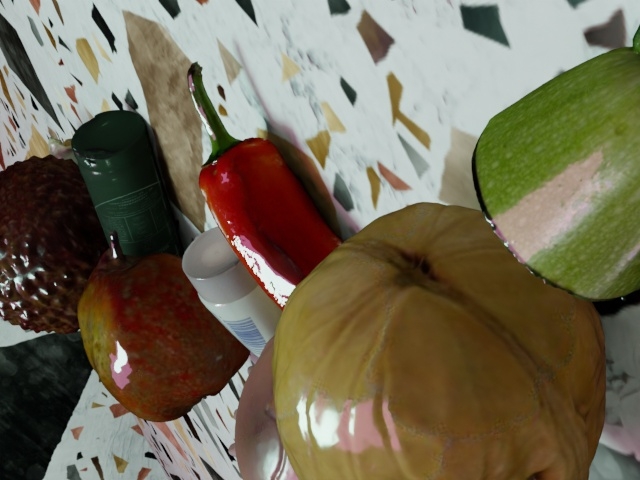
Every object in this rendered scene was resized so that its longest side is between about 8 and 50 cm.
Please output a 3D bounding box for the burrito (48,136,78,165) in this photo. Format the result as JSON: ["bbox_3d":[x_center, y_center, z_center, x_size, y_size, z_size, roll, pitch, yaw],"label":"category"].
[{"bbox_3d":[-0.408,-0.058,1.618,0.117,0.076,0.392,48,155,21],"label":"burrito"}]

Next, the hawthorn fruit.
[{"bbox_3d":[-0.207,0.099,1.200,0.248,0.208,0.208,61,159,-3],"label":"hawthorn fruit"}]

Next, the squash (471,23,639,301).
[{"bbox_3d":[0.141,-0.049,0.387,0.105,0.105,0.132,55,140,12],"label":"squash"}]

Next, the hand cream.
[{"bbox_3d":[-0.065,0.095,1.062,0.133,0.083,0.247,38,161,45],"label":"hand cream"}]

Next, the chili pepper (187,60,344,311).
[{"bbox_3d":[0.001,0.008,0.788,0.368,0.092,0.137,43,136,21],"label":"chili pepper"}]

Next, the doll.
[{"bbox_3d":[-0.022,0.183,0.906,0.211,0.093,0.261,-20,60,45],"label":"doll"}]

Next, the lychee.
[{"bbox_3d":[-0.404,0.004,1.387,0.300,0.264,0.264,36,172,-29],"label":"lychee"}]

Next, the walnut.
[{"bbox_3d":[0.073,0.090,0.549,0.195,0.195,0.221,32,149,51],"label":"walnut"}]

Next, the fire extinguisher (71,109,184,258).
[{"bbox_3d":[-0.250,-0.020,1.265,0.095,0.115,0.311,55,163,44],"label":"fire extinguisher"}]
